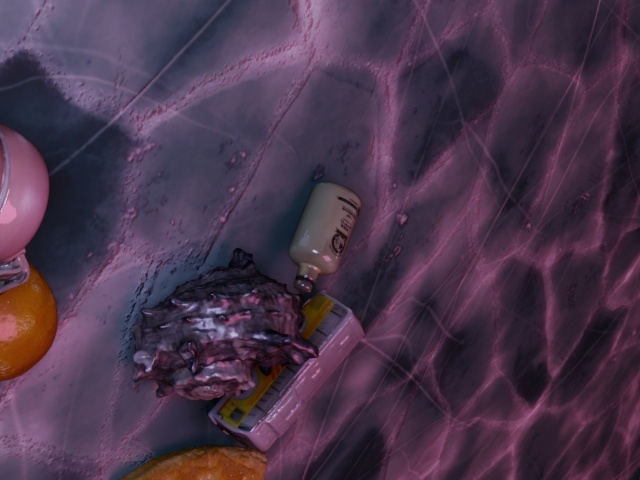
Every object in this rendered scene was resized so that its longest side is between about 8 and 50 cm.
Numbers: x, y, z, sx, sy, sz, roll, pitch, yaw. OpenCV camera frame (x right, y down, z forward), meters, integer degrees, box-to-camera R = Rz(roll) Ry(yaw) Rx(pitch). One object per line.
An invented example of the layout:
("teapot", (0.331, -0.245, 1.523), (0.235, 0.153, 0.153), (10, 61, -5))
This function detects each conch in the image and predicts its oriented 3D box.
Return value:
("conch", (-0.130, 0.138, 1.314), (0.240, 0.186, 0.313), (-41, 170, 22))

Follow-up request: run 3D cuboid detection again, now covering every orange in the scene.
("orange", (-0.354, 0.074, 1.016), (0.159, 0.159, 0.136), (44, 40, -54))

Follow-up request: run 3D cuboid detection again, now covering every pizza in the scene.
("pizza", (-0.188, 0.452, 1.443), (0.280, 0.075, 0.288), (6, 72, -41))

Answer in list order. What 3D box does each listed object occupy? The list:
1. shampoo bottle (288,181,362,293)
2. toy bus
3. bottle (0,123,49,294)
("shampoo bottle", (0.000, 0.000, 1.403), (0.079, 0.079, 0.162), (51, 55, -53))
("toy bus", (-0.049, 0.204, 1.507), (0.268, 0.106, 0.092), (-48, 142, -15))
("bottle", (-0.380, -0.053, 0.842), (0.173, 0.206, 0.297), (-21, 156, 24))
